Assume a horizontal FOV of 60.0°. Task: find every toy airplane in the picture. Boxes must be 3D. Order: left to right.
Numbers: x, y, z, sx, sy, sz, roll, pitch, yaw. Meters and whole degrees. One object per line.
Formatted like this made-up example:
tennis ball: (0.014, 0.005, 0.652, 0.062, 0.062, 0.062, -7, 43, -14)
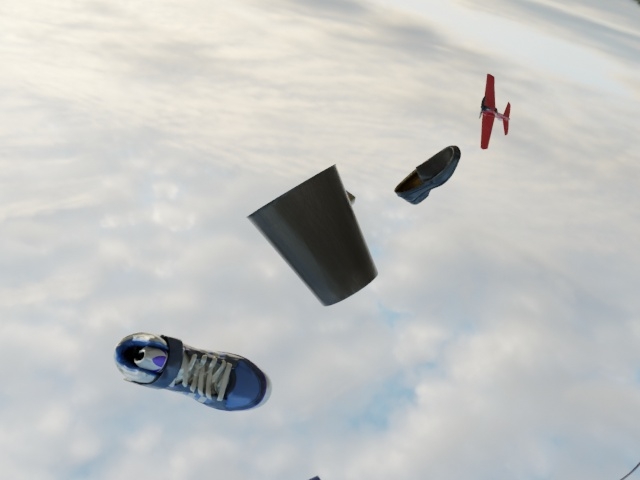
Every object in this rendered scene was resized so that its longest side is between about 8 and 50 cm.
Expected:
toy airplane: (0.349, -0.250, 1.108, 0.028, 0.151, 0.151, 6, -157, 36)

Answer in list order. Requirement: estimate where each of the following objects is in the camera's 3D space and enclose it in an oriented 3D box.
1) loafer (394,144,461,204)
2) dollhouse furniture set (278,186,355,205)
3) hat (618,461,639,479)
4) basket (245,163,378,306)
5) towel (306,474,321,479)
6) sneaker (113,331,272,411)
loafer: (0.228, -0.141, 1.183, 0.061, 0.170, 0.062, 13, -137, -34)
dollhouse furniture set: (-0.012, -0.078, 1.519, 0.144, 0.123, 0.151, 38, -122, 21)
hat: (0.514, 0.240, 0.771, 0.183, 0.208, 0.173, -6, 173, -9)
basket: (0.000, 0.000, 1.074, 0.204, 0.154, 0.227, -31, -85, -15)
towel: (-0.095, 0.445, 0.723, 0.336, 0.040, 0.243, -20, -168, -21)
sneaker: (-0.286, 0.283, 1.185, 0.323, 0.130, 0.236, 15, 170, 18)
